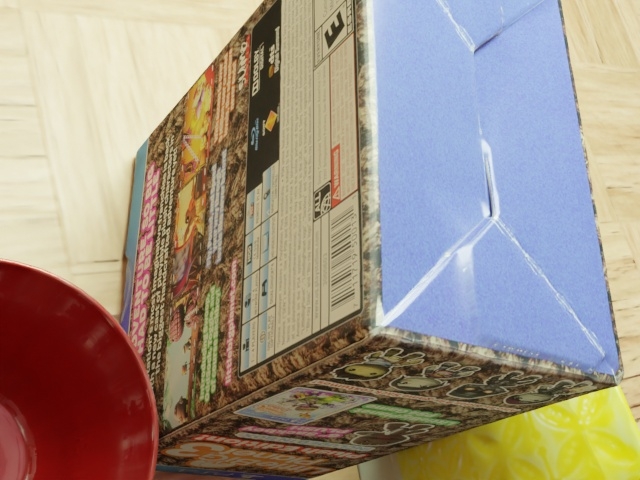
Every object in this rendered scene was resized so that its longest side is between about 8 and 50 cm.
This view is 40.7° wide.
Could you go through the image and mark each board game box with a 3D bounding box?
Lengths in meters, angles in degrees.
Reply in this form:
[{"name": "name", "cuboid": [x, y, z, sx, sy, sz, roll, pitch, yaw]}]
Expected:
[{"name": "board game box", "cuboid": [0.000, 0.000, 0.505, 0.141, 0.291, 0.232, 15, 61, -29]}]

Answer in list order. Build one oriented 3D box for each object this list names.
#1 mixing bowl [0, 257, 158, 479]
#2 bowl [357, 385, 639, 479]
[{"name": "mixing bowl", "cuboid": [-0.188, 0.109, 0.451, 0.181, 0.098, 0.181, 15, 60, -27]}, {"name": "bowl", "cuboid": [0.113, 0.165, 0.568, 0.156, 0.289, 0.289, -18, 75, 4]}]
